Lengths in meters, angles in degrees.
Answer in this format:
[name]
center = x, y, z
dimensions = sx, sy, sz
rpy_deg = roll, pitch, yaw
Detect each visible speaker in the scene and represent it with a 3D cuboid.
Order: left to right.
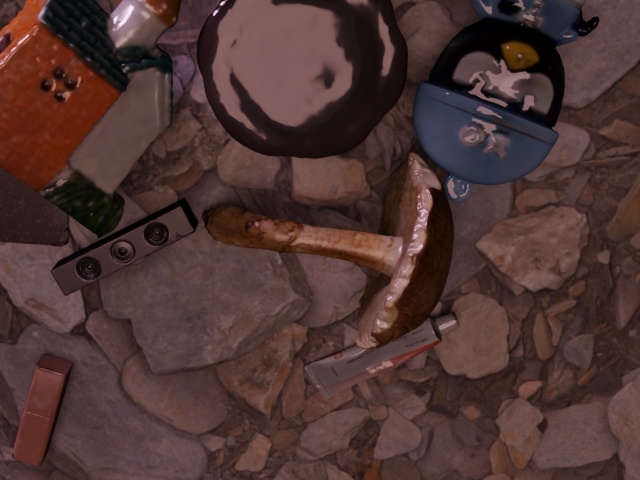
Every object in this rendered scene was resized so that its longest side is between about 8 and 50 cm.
[speaker]
center = -0.251, 0.008, 1.279
dimensions = 0.191, 0.046, 0.040
rpy_deg = -26, 106, 7

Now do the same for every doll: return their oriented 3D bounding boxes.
[doll]
center = 0.212, -0.192, 1.163
dimensions = 0.177, 0.141, 0.314
rpy_deg = 19, 103, -2

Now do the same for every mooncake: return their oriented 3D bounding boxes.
[mooncake]
center = -0.020, -0.212, 1.162
dimensions = 0.244, 0.133, 0.245
rpy_deg = 0, 107, 1

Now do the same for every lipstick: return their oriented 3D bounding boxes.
[lipstick]
center = -0.378, 0.230, 1.349
dimensions = 0.045, 0.045, 0.145
rpy_deg = 18, 106, -3

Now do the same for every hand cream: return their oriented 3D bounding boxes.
[hand cream]
center = 0.087, 0.150, 1.327
dimensions = 0.216, 0.038, 0.052
rpy_deg = -25, 81, 14

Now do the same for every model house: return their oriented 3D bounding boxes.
[model house]
center = -0.271, -0.195, 1.134
dimensions = 0.301, 0.190, 0.271
rpy_deg = -47, 125, 1

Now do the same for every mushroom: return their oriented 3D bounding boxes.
[mushroom]
center = 0.017, 0.031, 1.186
dimensions = 0.301, 0.233, 0.208
rpy_deg = -16, 98, 5

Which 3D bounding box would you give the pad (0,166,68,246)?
[pad]
center = -0.484, -0.107, 1.268
dimensions = 0.330, 0.004, 0.220
rpy_deg = 5, 107, -1
